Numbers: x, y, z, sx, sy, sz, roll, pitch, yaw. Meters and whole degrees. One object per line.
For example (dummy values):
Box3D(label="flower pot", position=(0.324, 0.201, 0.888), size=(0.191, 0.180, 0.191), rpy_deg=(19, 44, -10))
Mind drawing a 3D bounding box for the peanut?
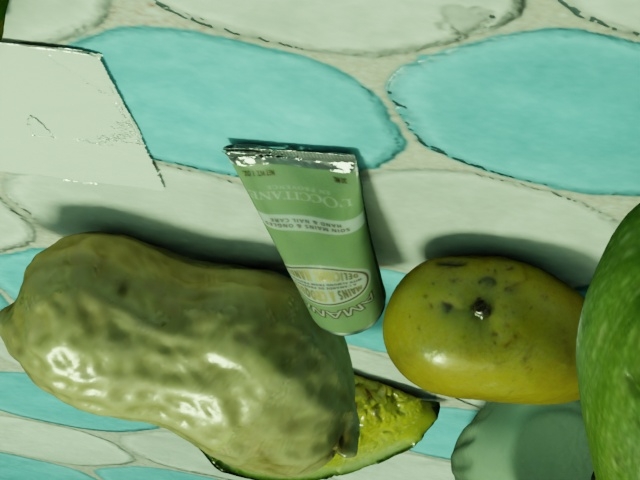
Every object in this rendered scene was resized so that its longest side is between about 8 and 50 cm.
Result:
Box3D(label="peanut", position=(-0.088, 0.076, 1.442), size=(0.291, 0.143, 0.159), rpy_deg=(23, 124, -21))

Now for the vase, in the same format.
Box3D(label="vase", position=(0.174, 0.194, 1.684), size=(0.128, 0.128, 0.248), rpy_deg=(13, 171, -8))

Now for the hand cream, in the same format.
Box3D(label="hand cream", position=(0.000, 0.000, 1.304), size=(0.086, 0.055, 0.235), rpy_deg=(3, 153, 13))

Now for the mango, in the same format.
Box3D(label="mango", position=(0.130, 0.068, 1.364), size=(0.137, 0.098, 0.195), rpy_deg=(-8, 162, 38))

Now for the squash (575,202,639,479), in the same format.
Box3D(label="squash", position=(0.287, 0.068, 1.059), size=(0.310, 0.310, 0.309), rpy_deg=(4, 147, 17))

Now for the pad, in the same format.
Box3D(label="pad", position=(-0.192, -0.080, 1.234), size=(0.156, 0.004, 0.232), rpy_deg=(7, 161, 8))

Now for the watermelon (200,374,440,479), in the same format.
Box3D(label="watermelon", position=(-0.046, 0.133, 1.696), size=(0.301, 0.123, 0.129), rpy_deg=(23, 126, -31))

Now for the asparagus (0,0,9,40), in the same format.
Box3D(label="asparagus", position=(-0.179, -0.131, 1.047), size=(0.025, 0.021, 0.108), rpy_deg=(10, 162, -13))
